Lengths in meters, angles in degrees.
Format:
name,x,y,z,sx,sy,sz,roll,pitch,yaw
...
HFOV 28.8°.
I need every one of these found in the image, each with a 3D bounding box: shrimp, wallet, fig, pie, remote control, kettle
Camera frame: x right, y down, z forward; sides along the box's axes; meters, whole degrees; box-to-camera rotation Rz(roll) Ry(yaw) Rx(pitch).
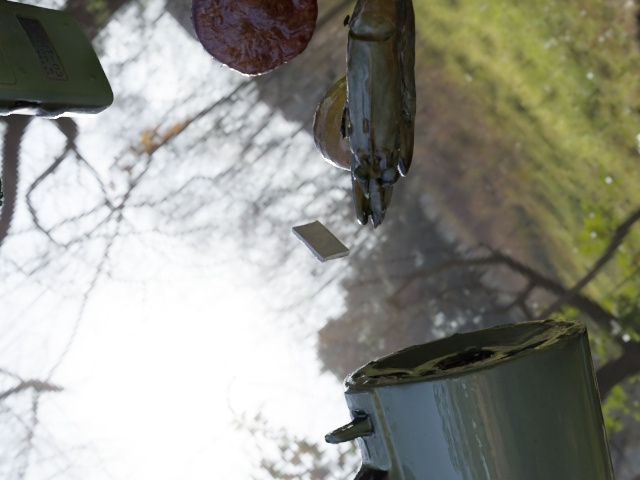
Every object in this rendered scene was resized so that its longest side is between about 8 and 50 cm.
name,x,y,z,sx,sy,sz,roll,pitch,yaw
shrimp,0.089,-0.185,1.636,0.247,0.085,0.360,41,-129,-67
wallet,0.000,0.000,1.585,0.083,0.044,0.011,45,142,45
fig,0.088,-0.227,1.975,0.159,0.257,0.159,18,-149,-11
pie,-0.090,-0.316,1.709,0.182,0.182,0.049,43,-168,-25
remote control,-0.341,-0.199,1.364,0.140,0.056,0.296,61,-157,8
kettle,0.145,0.303,1.245,0.250,0.361,0.377,-9,97,60

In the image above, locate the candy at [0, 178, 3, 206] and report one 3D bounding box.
name,x,y,z,sx,sy,sz,roll,pitch,yaw
candy,-0.464,-0.104,1.508,0.203,0.141,0.078,89,-179,-66
